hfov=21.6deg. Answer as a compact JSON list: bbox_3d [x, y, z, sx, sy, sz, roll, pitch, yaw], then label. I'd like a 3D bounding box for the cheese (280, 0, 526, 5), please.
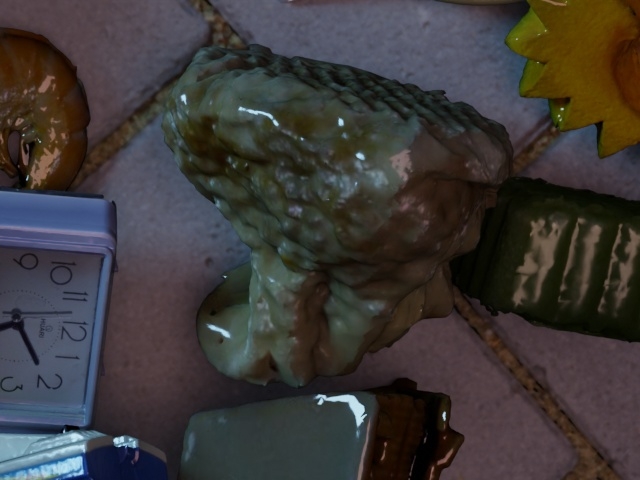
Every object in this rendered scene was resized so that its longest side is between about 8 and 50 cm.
[{"bbox_3d":[0.084,-0.240,1.388,0.255,0.050,0.127,-11,133,-1],"label":"cheese"}]

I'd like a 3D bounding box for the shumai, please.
[{"bbox_3d":[0.000,0.000,1.295,0.267,0.314,0.262,7,100,-23],"label":"shumai"}]

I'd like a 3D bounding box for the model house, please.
[{"bbox_3d":[0.006,0.213,1.376,0.229,0.219,0.199,6,87,-55],"label":"model house"}]

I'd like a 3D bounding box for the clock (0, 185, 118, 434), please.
[{"bbox_3d":[-0.239,0.059,1.336,0.144,0.073,0.193,5,116,-11],"label":"clock"}]

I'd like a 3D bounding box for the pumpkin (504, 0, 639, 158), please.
[{"bbox_3d":[0.263,-0.163,1.434,0.254,0.149,0.130,39,133,-19],"label":"pumpkin"}]

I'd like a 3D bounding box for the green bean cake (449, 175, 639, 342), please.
[{"bbox_3d":[0.221,0.016,1.382,0.214,0.200,0.113,10,95,-13],"label":"green bean cake"}]

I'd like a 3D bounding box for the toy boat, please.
[{"bbox_3d":[-0.272,0.206,1.329,0.295,0.129,0.088,-15,74,21],"label":"toy boat"}]

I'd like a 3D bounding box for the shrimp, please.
[{"bbox_3d":[-0.293,-0.064,1.348,0.248,0.068,0.150,-38,107,-9],"label":"shrimp"}]
